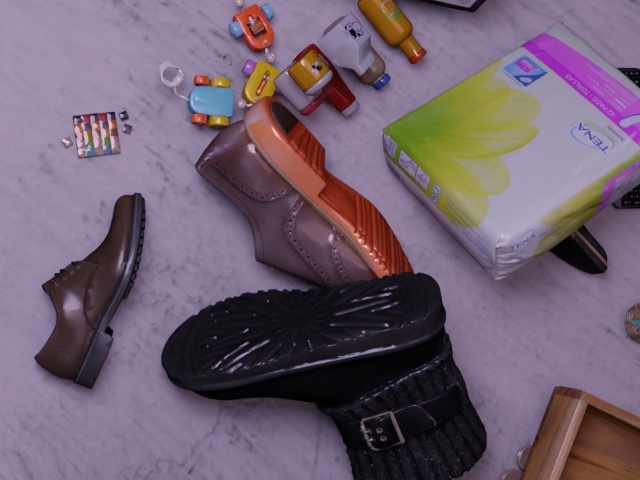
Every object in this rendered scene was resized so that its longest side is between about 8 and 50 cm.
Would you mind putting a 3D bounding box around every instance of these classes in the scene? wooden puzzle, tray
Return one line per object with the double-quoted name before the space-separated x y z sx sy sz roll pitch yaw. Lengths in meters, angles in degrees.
"wooden puzzle" -0.260 -0.124 1.272 0.083 0.006 0.049 -8 90 -17
"tray" 0.450 0.363 1.428 0.411 0.076 0.203 26 80 -17

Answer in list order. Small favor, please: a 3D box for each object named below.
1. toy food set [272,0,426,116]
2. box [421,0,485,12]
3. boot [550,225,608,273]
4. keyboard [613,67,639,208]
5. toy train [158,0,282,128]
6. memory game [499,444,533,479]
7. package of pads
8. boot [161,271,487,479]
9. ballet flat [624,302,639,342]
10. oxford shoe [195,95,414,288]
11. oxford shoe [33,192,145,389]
"toy food set" 0.034 -0.203 1.299 0.104 0.111 0.232 48 38 -10
"box" 0.029 -0.466 1.305 0.394 0.097 0.318 8 71 -17
"boot" 0.328 -0.064 1.421 0.198 0.077 0.137 44 71 -12
"keyboard" 0.441 -0.140 1.475 0.100 0.038 0.192 -2 89 -17
"toy train" -0.110 -0.206 1.305 0.166 0.046 0.125 -37 97 -18
"memory game" 0.313 0.345 1.428 0.186 0.012 0.186 1 87 -17
"package of pads" 0.258 -0.111 1.331 0.296 0.101 0.229 -32 61 -15
"boot" 0.009 0.190 1.281 0.347 0.131 0.260 -8 125 12
"ballet flat" 0.512 0.115 1.470 0.206 0.067 0.073 -2 88 -17
"oxford shoe" 0.000 0.000 1.310 0.132 0.130 0.364 -34 107 17
"oxford shoe" -0.260 0.045 1.228 0.096 0.083 0.227 22 81 -11
